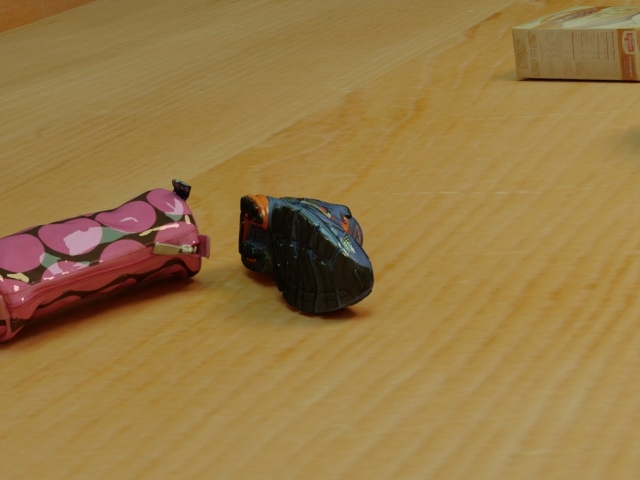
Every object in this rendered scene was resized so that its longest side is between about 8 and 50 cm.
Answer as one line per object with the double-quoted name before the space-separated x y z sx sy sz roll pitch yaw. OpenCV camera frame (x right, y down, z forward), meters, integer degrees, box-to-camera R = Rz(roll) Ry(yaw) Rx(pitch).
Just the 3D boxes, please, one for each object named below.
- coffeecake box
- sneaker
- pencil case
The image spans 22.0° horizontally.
"coffeecake box" 0.354 -0.245 2.023 0.185 0.068 0.142 7 22 44
"sneaker" 0.000 0.000 1.346 0.087 0.083 0.221 -6 17 -19
"pencil case" -0.199 0.020 1.374 0.209 0.095 0.098 -21 35 -30
